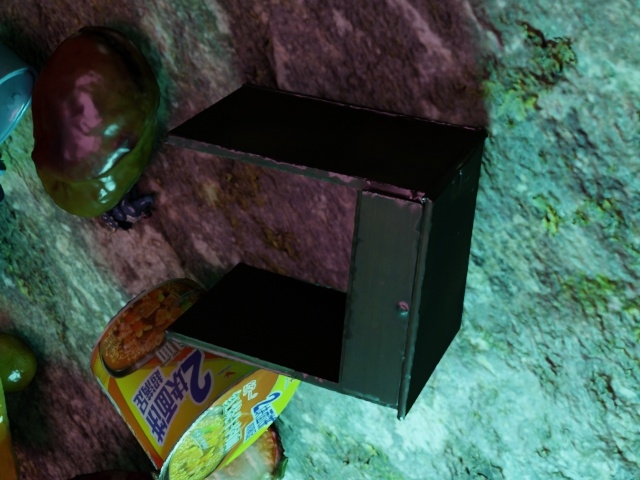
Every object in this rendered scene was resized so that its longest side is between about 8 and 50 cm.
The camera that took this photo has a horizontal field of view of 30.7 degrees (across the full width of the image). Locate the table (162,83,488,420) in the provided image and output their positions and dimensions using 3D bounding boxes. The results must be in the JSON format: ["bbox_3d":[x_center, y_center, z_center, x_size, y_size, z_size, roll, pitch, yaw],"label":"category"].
[{"bbox_3d":[0.000,0.000,1.212,0.282,0.196,0.250,15,121,18],"label":"table"}]

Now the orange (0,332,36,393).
[{"bbox_3d":[-0.418,0.164,1.554,0.085,0.085,0.085,10,118,20],"label":"orange"}]

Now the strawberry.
[{"bbox_3d":[-0.122,0.261,1.458,0.146,0.082,0.187,-42,83,-3],"label":"strawberry"}]

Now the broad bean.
[{"bbox_3d":[-0.263,-0.128,1.312,0.156,0.122,0.228,31,120,9],"label":"broad bean"}]

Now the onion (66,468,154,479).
[{"bbox_3d":[-0.261,0.491,1.467,0.348,0.385,0.347,8,131,10],"label":"onion"}]

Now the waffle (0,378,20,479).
[{"bbox_3d":[-0.501,0.229,1.581,0.248,0.055,0.221,24,127,40],"label":"waffle"}]

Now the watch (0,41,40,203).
[{"bbox_3d":[-0.417,-0.153,1.348,0.211,0.211,0.193,39,110,2],"label":"watch"}]

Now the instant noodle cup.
[{"bbox_3d":[-0.155,0.156,1.350,0.174,0.213,0.213,44,126,21],"label":"instant noodle cup"}]

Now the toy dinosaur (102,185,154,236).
[{"bbox_3d":[-0.230,-0.037,1.396,0.083,0.030,0.047,-36,97,34],"label":"toy dinosaur"}]
